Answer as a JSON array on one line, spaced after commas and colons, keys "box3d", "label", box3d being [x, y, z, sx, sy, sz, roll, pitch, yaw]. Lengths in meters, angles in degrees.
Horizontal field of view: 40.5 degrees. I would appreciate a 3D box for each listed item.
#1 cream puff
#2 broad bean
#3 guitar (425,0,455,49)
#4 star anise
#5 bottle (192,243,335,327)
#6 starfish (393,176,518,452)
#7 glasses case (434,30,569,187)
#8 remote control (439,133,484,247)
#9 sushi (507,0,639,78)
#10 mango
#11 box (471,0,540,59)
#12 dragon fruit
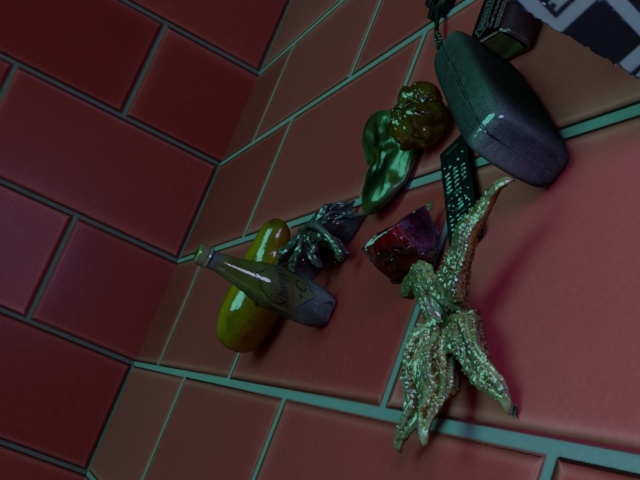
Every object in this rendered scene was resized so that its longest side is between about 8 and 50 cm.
[{"box3d": [0.165, -0.214, 1.476, 0.122, 0.094, 0.116, -48, 30, -5], "label": "cream puff"}, {"box3d": [0.124, -0.143, 1.579, 0.153, 0.072, 0.207, -42, 38, 51], "label": "broad bean"}, {"box3d": [0.239, -0.450, 1.720, 0.088, 0.025, 0.233, -47, 25, 42], "label": "guitar"}, {"box3d": [0.000, 0.000, 1.660, 0.231, 0.089, 0.209, -26, 32, 59], "label": "star anise"}, {"box3d": [-0.103, 0.078, 1.560, 0.083, 0.269, 0.083, -53, 22, 33], "label": "bottle"}, {"box3d": [0.166, 0.117, 1.061, 0.301, 0.084, 0.294, -48, 28, 50], "label": "starfish"}, {"box3d": [0.238, -0.189, 1.189, 0.074, 0.131, 0.323, -52, 21, 25], "label": "glasses case"}, {"box3d": [0.209, -0.076, 1.293, 0.063, 0.025, 0.245, -50, 22, 35], "label": "remote control"}, {"box3d": [0.358, -0.348, 0.881, 0.339, 0.320, 0.069, -60, -10, 17], "label": "sushi"}, {"box3d": [-0.127, 0.101, 1.852, 0.295, 0.120, 0.177, -64, 10, -5], "label": "mango"}, {"box3d": [0.313, -0.396, 1.373, 0.120, 0.069, 0.224, -11, 57, 68], "label": "box"}, {"box3d": [0.134, 0.014, 1.302, 0.102, 0.096, 0.147, -42, -4, 28], "label": "dragon fruit"}]
